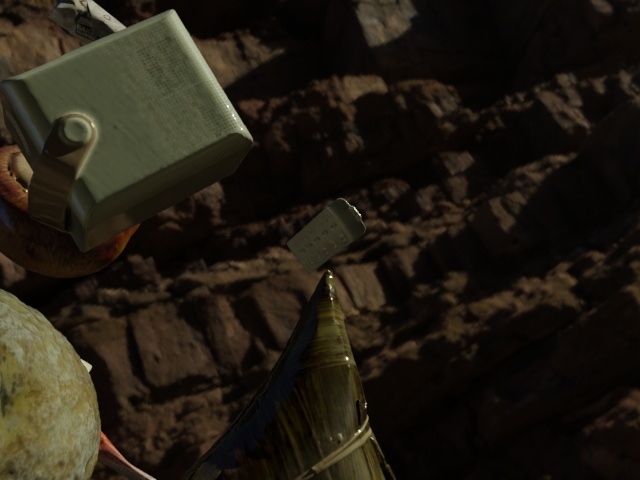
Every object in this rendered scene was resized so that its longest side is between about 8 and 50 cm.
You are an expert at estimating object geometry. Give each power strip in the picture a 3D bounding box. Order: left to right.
[{"bbox_3d":[0.000,0.000,1.250,0.027,0.060,0.252,-36,-2,-24],"label":"power strip"}]

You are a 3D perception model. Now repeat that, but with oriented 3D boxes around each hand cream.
[{"bbox_3d":[-0.278,0.339,1.257,0.038,0.216,0.052,-55,-7,-11],"label":"hand cream"}]

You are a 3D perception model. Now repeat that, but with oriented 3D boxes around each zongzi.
[{"bbox_3d":[-0.071,0.164,0.722,0.247,0.241,0.111,-10,-11,-22],"label":"zongzi"}]

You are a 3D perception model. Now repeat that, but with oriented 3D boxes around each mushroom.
[{"bbox_3d":[-0.485,-0.094,1.625,0.345,0.345,0.260,3,-59,-44],"label":"mushroom"}]

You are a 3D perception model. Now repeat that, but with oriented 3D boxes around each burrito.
[{"bbox_3d":[-0.324,-0.310,1.314,0.203,0.064,0.064,37,-65,-10],"label":"burrito"}]

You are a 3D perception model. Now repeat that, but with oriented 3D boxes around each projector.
[{"bbox_3d":[-0.221,-0.112,0.925,0.242,0.177,0.163,-32,-4,-20],"label":"projector"}]

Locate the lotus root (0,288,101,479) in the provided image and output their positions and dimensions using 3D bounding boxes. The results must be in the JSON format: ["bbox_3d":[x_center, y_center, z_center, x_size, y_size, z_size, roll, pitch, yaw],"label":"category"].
[{"bbox_3d":[-0.232,0.091,0.430,0.175,0.175,0.349,-36,-25,6],"label":"lotus root"}]

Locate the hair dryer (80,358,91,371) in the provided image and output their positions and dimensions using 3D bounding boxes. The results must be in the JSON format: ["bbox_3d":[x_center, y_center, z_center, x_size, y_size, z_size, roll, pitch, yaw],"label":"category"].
[{"bbox_3d":[-0.563,0.308,1.447,0.203,0.128,0.362,32,-77,-9],"label":"hair dryer"}]
